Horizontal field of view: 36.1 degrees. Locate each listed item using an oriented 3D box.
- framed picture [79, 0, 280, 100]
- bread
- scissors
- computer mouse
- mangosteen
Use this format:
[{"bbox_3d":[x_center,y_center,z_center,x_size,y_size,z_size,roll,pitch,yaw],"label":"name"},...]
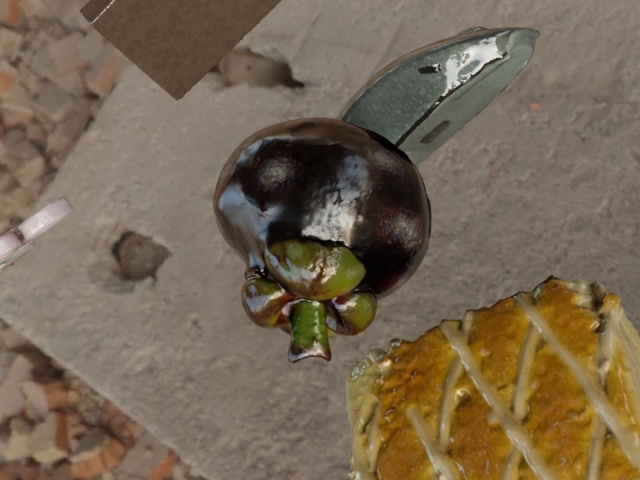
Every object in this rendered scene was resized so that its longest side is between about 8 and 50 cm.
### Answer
[{"bbox_3d":[-0.096,-0.207,0.804,0.168,0.128,0.023,-44,57,4],"label":"framed picture"},{"bbox_3d":[0.248,0.289,1.145,0.371,0.279,0.390,-25,52,23],"label":"bread"},{"bbox_3d":[-0.323,0.007,1.018,0.118,0.030,0.242,-38,7,-22],"label":"scissors"},{"bbox_3d":[0.124,-0.187,1.326,0.374,0.203,0.114,-40,75,24],"label":"computer mouse"},{"bbox_3d":[0.003,-0.003,1.154,0.287,0.233,0.287,29,124,54],"label":"mangosteen"}]
